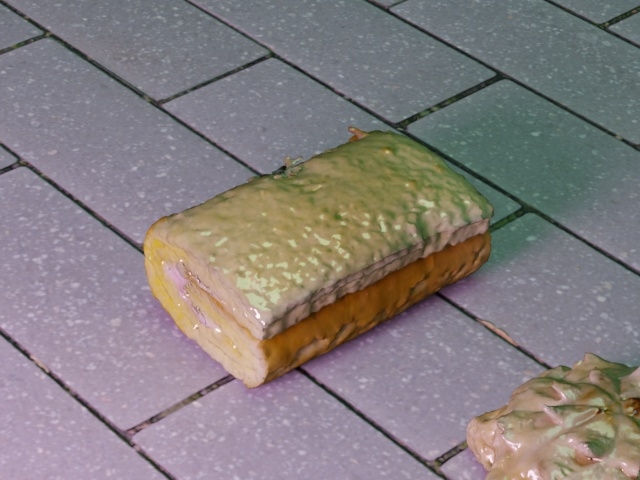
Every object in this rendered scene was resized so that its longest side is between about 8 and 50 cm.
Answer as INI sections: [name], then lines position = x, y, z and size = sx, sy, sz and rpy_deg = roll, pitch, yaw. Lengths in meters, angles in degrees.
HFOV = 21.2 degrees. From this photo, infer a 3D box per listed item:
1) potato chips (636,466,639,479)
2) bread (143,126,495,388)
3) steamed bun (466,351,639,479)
[potato chips]
position = 0.367, 0.238, 1.678
size = 0.142, 0.026, 0.209
rpy_deg = 20, 74, -24
[bread]
position = 0.000, 0.000, 2.007
size = 0.375, 0.165, 0.236
rpy_deg = -24, 49, -32
[steamed bun]
position = 0.294, 0.216, 1.768
size = 0.295, 0.137, 0.292
rpy_deg = 20, 43, 18
